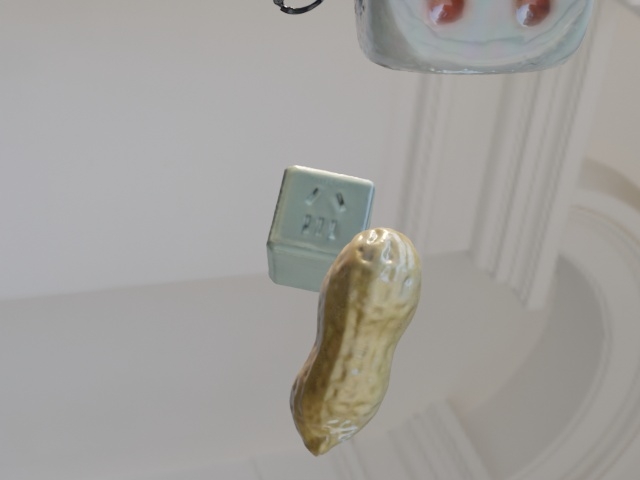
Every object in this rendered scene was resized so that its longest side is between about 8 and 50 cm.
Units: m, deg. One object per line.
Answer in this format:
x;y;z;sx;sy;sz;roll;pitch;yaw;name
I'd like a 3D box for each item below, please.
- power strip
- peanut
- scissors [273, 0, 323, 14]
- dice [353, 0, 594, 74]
0.000;0.000;1.664;0.224;0.139;0.140;92;9;-69;power strip
0.035;0.108;1.148;0.117;0.101;0.263;-70;176;-75;peanut
0.032;-0.405;1.416;0.300;0.109;0.022;-35;-167;33;scissors
0.128;-0.250;0.961;0.194;0.193;0.192;-95;-176;-70;dice
